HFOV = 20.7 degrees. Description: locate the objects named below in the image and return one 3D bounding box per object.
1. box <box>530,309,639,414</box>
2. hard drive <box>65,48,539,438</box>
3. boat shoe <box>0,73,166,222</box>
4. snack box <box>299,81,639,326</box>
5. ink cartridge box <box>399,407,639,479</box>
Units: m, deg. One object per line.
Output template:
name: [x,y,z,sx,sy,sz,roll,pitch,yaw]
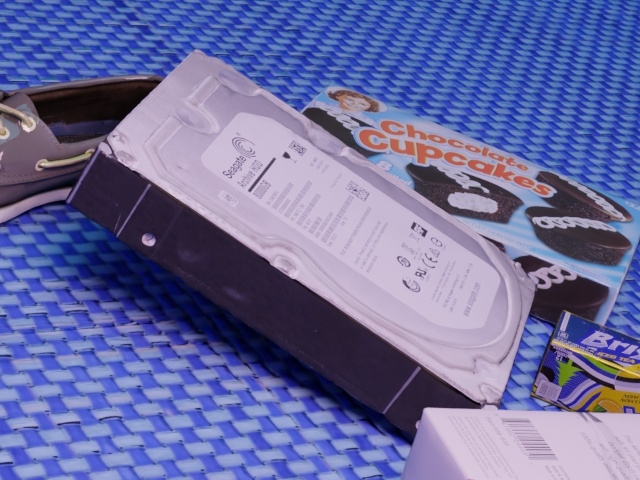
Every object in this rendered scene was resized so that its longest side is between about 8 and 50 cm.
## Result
box: [0.252,0.117,1.351,0.169,0.054,0.059,22,28,7]
hard drive: [0.000,0.000,1.320,0.339,0.064,0.237,34,27,0]
boat shoe: [-0.239,-0.077,1.375,0.305,0.091,0.109,-11,38,-44]
snack box: [0.120,-0.033,1.544,0.322,0.060,0.187,22,27,9]
ink cartridge box: [0.178,0.188,1.133,0.218,0.092,0.158,3,31,-24]
